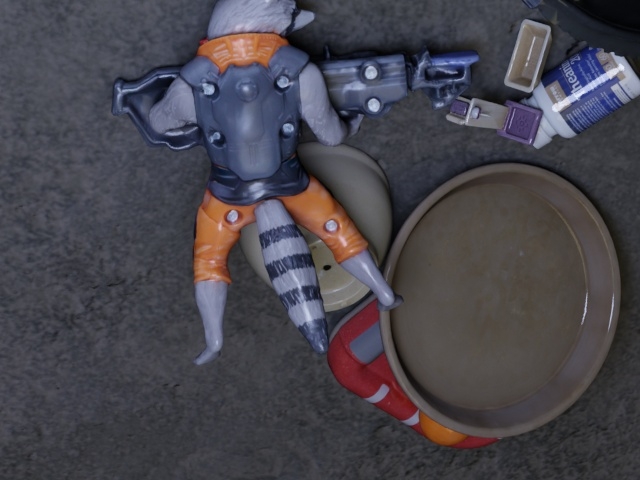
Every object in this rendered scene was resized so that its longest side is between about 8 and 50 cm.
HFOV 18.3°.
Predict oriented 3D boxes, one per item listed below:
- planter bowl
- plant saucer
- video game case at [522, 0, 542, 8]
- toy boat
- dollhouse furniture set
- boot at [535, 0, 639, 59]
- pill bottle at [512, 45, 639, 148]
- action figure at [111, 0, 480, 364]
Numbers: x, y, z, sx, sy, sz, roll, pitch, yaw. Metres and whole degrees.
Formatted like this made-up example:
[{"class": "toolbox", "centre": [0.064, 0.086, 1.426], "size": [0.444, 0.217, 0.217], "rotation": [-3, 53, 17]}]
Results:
[{"class": "planter bowl", "centre": [0.000, 0.000, 1.936], "size": [0.162, 0.109, 0.162], "rotation": [-8, 133, -8]}, {"class": "plant saucer", "centre": [0.176, 0.059, 1.994], "size": [0.278, 0.041, 0.278], "rotation": [-3, 97, -24]}, {"class": "video game case", "centre": [0.212, -0.351, 1.631], "size": [0.274, 0.026, 0.196], "rotation": [-44, 118, 6]}, {"class": "toy boat", "centre": [0.123, 0.153, 2.074], "size": [0.151, 0.151, 0.231], "rotation": [-41, 128, 22]}, {"class": "dollhouse furniture set", "centre": [0.159, -0.158, 1.866], "size": [0.081, 0.091, 0.114], "rotation": [5, 104, -54]}, {"class": "boot", "centre": [0.348, -0.287, 1.756], "size": [0.348, 0.131, 0.260], "rotation": [13, 129, -31]}, {"class": "pill bottle", "centre": [0.245, -0.140, 1.902], "size": [0.120, 0.067, 0.067], "rotation": [-33, 131, 15]}, {"class": "action figure", "centre": [-0.008, -0.080, 1.781], "size": [0.341, 0.178, 0.330], "rotation": [-14, 101, 0]}]
